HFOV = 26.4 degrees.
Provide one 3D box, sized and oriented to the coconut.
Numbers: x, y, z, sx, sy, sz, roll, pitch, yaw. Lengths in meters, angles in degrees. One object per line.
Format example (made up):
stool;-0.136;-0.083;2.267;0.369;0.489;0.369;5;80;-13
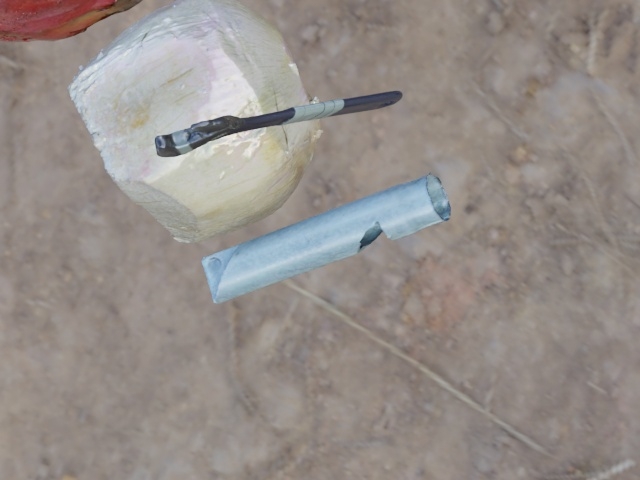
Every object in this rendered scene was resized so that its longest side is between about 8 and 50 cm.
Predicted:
coconut;-0.137;-0.156;1.664;0.254;0.297;0.297;-32;48;6

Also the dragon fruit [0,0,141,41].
dragon fruit;-0.225;-0.295;1.034;0.301;0.295;0.296;-19;57;32

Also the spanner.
spanner;-0.032;-0.131;1.436;0.087;0.316;0.024;-24;82;53

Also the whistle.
whistle;0.000;0.000;1.581;0.312;0.062;0.062;-20;56;22
